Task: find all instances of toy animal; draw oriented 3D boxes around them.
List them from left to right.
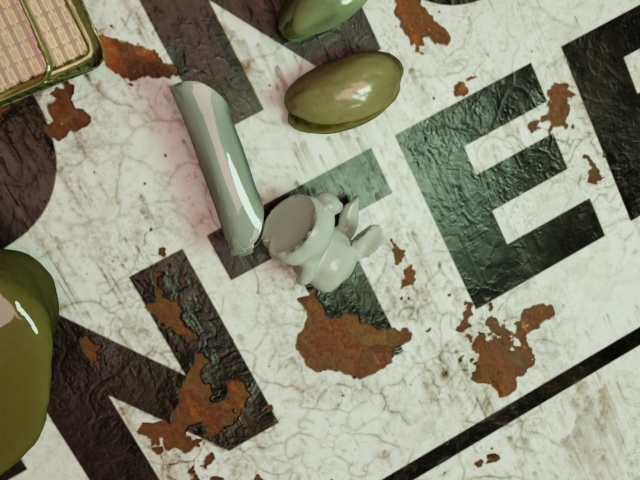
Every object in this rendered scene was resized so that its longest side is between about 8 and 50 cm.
[{"bbox_3d":[0.002,-0.005,1.423,0.193,0.127,0.178,25,106,-44],"label":"toy animal"}]

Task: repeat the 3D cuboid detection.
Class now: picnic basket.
[{"bbox_3d":[-0.522,-0.327,1.251,0.313,0.175,0.228,-25,103,-8],"label":"picnic basket"}]

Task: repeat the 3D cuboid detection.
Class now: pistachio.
[{"bbox_3d":[0.044,-0.263,1.421,0.226,0.136,0.136,-22,103,-1],"label":"pistachio"}]

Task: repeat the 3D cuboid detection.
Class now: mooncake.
[{"bbox_3d":[-0.645,0.177,1.262,0.467,0.262,0.467,-3,101,-14],"label":"mooncake"}]

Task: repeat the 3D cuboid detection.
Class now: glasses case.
[{"bbox_3d":[-0.165,-0.131,1.383,0.083,0.128,0.308,-18,103,0],"label":"glasses case"}]

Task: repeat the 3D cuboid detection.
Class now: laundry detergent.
[{"bbox_3d":[0.014,-0.403,1.318,0.181,0.253,0.091,-44,105,-3],"label":"laundry detergent"}]
